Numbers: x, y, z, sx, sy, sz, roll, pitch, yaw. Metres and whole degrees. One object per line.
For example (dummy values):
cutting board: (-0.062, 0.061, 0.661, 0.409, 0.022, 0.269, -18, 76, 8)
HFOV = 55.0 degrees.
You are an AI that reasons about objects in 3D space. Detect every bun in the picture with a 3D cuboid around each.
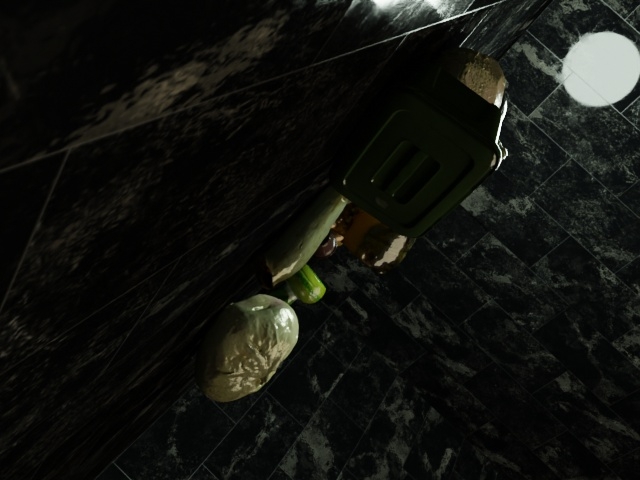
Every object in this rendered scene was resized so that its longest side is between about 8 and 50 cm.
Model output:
bun: (-0.213, 0.329, 1.837, 0.361, 0.213, 0.361, -42, 156, -23)

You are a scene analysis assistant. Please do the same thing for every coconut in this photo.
coconut: (0.314, -0.326, 1.378, 0.194, 0.194, 0.194, -46, 177, -4)

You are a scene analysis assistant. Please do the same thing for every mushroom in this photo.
mushroom: (-0.039, -0.014, 1.488, 0.333, 0.087, 0.107, -47, 150, -27)

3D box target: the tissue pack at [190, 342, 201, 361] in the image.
tissue pack: (-0.341, 0.350, 2.088, 0.185, 0.081, 0.257, -46, 175, -11)

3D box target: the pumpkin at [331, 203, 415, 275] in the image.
pumpkin: (0.153, -0.048, 1.846, 0.225, 0.303, 0.256, -49, 143, 11)

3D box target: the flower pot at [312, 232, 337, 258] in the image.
flower pot: (0.000, 0.000, 2.171, 0.111, 0.111, 0.089, -46, 161, -12)

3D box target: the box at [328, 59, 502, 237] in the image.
box: (0.194, -0.185, 1.247, 0.328, 0.253, 0.177, -50, -171, 49)

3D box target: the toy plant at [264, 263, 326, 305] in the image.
toy plant: (-0.147, 0.227, 2.429, 0.316, 0.184, 0.224, -36, -165, 1)

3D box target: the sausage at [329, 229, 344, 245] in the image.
sausage: (0.122, -0.068, 2.692, 0.354, 0.116, 0.134, -40, -176, -29)

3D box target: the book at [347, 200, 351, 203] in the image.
book: (0.124, -0.132, 1.636, 0.311, 0.021, 0.217, -21, -174, 20)

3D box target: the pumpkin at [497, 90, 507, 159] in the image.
pumpkin: (0.371, -0.306, 1.610, 0.296, 0.296, 0.296, -46, 177, -4)
